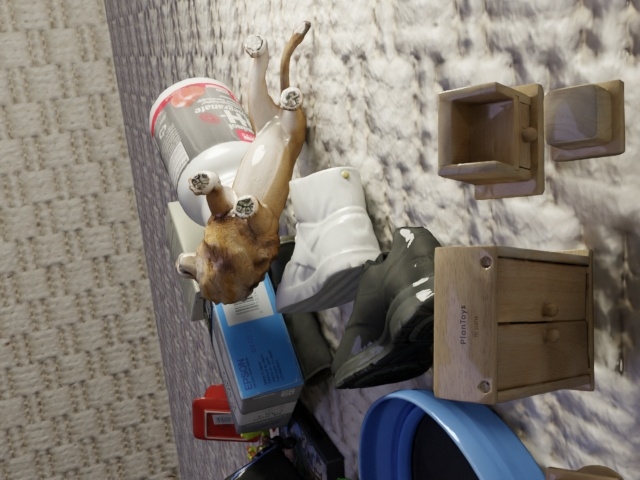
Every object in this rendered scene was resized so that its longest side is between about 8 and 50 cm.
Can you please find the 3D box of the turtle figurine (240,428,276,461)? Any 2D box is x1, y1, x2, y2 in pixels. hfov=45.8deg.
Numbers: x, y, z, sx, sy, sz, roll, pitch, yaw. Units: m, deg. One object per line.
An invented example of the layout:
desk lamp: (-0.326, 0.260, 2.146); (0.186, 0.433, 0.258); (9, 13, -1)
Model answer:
turtle figurine: (-0.120, 0.359, 1.541); (0.217, 0.087, 0.269); (69, -159, -75)

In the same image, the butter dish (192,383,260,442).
butter dish: (-0.215, 0.389, 1.780); (0.118, 0.160, 0.160); (-90, 5, -50)

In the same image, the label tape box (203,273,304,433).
label tape box: (-0.128, 0.203, 1.327); (0.333, 0.106, 0.240); (105, 148, -61)

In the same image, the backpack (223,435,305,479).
backpack: (-0.134, 0.531, 1.391); (0.213, 0.276, 0.263); (54, 154, 23)

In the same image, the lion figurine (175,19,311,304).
lion figurine: (-0.086, -0.100, 1.098); (0.392, 0.142, 0.240); (-63, -14, -14)

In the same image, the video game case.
video game case: (-0.020, 0.452, 1.422); (0.248, 0.035, 0.274); (-140, 43, -59)

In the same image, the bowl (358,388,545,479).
bowl: (0.160, 0.355, 0.849); (0.391, 0.077, 0.391); (169, 90, -69)

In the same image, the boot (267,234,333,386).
boot: (-0.034, 0.117, 1.228); (0.189, 0.076, 0.208); (89, 167, -61)

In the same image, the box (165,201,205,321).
box: (-0.251, 0.038, 1.673); (0.148, 0.127, 0.232); (112, 141, -56)

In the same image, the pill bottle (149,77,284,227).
pill bottle: (-0.178, -0.132, 1.324); (0.176, 0.176, 0.318); (99, 151, -43)

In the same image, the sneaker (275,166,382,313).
sneaker: (0.000, 0.000, 1.060); (0.292, 0.108, 0.169); (138, 125, -61)

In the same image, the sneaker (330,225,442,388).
sneaker: (0.084, 0.087, 0.895); (0.286, 0.109, 0.130); (124, 138, -50)

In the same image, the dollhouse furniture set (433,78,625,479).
dollhouse furniture set: (0.266, 0.036, 0.463); (0.356, 0.174, 0.303); (-4, 85, 40)

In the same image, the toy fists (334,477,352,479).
toy fists: (0.041, 0.513, 1.169); (0.142, 0.096, 0.279); (150, 123, -60)
